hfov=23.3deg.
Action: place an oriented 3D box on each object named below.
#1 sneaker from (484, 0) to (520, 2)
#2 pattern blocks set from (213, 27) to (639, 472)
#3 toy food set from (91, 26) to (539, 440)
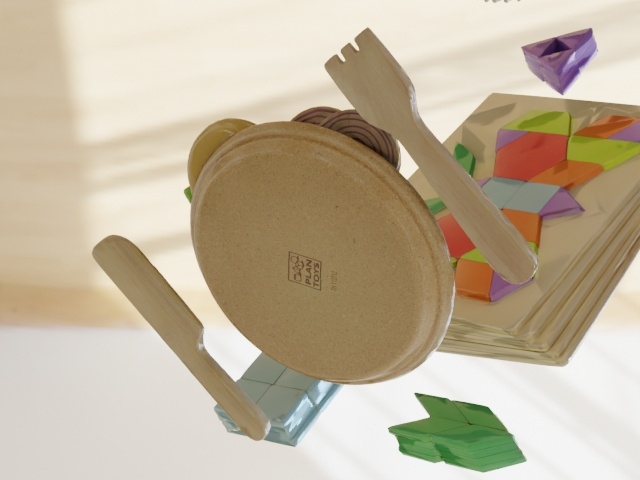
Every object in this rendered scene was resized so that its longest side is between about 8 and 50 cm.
[{"bbox_3d":[0.199,-0.296,1.206,0.293,0.102,0.146,-22,110,47],"label":"sneaker"},{"bbox_3d":[0.098,-0.014,0.777,0.285,0.325,0.026,-2,129,34],"label":"pattern blocks set"},{"bbox_3d":[0.000,0.000,0.647,0.192,0.038,0.132,-34,97,41],"label":"toy food set"}]
